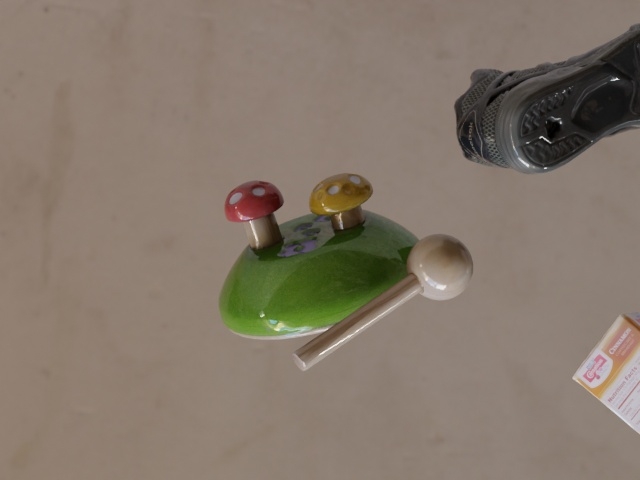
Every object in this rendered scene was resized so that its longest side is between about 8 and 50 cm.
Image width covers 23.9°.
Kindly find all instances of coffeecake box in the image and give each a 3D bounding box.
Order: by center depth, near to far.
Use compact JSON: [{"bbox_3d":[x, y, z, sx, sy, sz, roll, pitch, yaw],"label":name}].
[{"bbox_3d":[0.305,0.136,1.175,0.068,0.185,0.142,-55,157,17],"label":"coffeecake box"}]

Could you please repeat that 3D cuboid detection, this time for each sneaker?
[{"bbox_3d":[0.193,-0.114,1.181,0.228,0.087,0.130,-26,-160,-30],"label":"sneaker"}]

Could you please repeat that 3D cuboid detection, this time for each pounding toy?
[{"bbox_3d":[0.000,0.000,1.244,0.183,0.110,0.237,-23,-162,-18],"label":"pounding toy"}]
